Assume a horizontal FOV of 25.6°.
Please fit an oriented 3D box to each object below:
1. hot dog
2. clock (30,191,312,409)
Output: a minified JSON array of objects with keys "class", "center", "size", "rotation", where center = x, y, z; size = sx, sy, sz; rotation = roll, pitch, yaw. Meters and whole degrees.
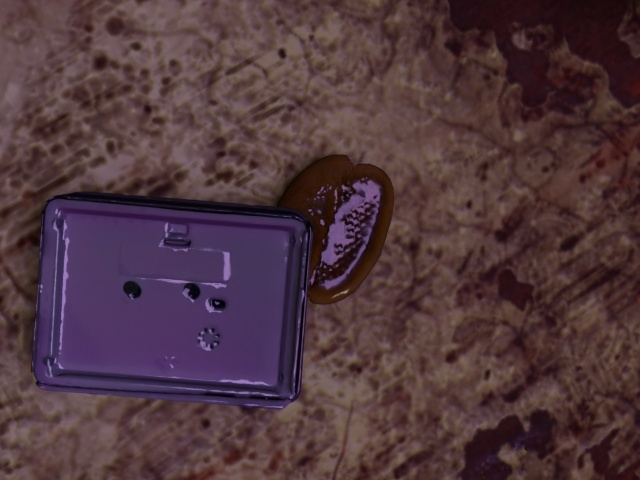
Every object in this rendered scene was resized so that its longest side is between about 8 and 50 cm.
[{"class":"hot dog","center":[0.002,0.001,1.103],"size":[0.090,0.060,0.140],"rotation":[21,79,-14]},{"class":"clock","center":[-0.106,0.043,1.031],"size":[0.193,0.073,0.144],"rotation":[5,96,-1]}]
